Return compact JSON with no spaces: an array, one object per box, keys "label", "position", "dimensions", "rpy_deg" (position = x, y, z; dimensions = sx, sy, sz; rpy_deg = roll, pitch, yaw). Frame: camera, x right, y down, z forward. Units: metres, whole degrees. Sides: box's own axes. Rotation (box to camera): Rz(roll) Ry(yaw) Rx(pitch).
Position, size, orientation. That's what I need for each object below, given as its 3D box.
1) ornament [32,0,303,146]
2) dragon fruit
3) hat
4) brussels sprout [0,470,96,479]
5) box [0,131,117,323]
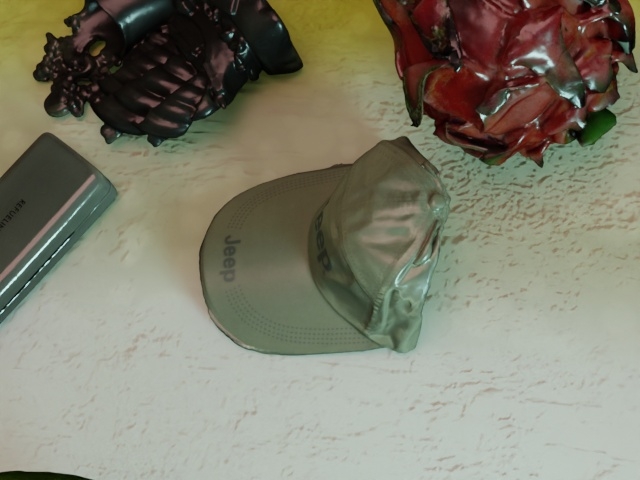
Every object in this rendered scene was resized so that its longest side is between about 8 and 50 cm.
[{"label":"ornament","position":[-0.181,-0.200,1.485],"dimensions":[0.260,0.106,0.251],"rpy_deg":[-40,62,1]},{"label":"dragon fruit","position":[0.160,-0.203,1.305],"dimensions":[0.234,0.293,0.233],"rpy_deg":[-39,22,19]},{"label":"hat","position":[0.000,0.000,1.332],"dimensions":[0.245,0.149,0.214],"rpy_deg":[-6,65,0]},{"label":"brussels sprout","position":[-0.248,0.326,1.115],"dimensions":[0.315,0.371,0.275],"rpy_deg":[-4,71,20]},{"label":"box","position":[-0.326,0.005,1.448],"dimensions":[0.103,0.055,0.243],"rpy_deg":[37,80,25]}]
